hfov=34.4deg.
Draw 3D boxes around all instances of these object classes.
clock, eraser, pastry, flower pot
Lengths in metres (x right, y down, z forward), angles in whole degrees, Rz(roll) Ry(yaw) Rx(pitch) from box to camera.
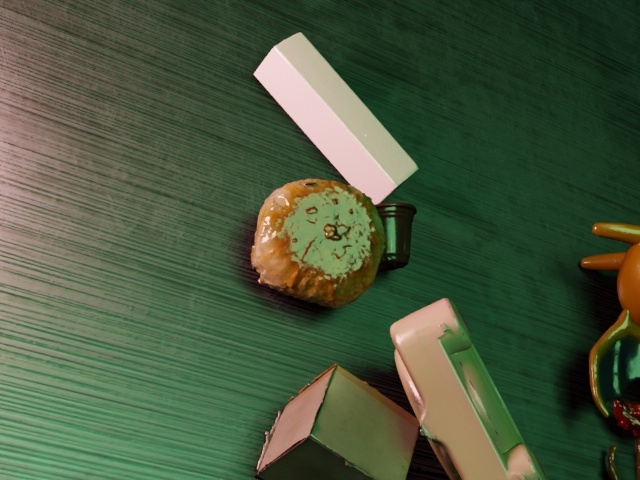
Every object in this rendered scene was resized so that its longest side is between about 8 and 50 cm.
[{"bbox_3d":[0.198,0.227,1.398,0.284,0.114,0.309,62,5,12],"label":"clock"},{"bbox_3d":[0.025,-0.195,1.685,0.298,0.078,0.076,50,47,3],"label":"eraser"},{"bbox_3d":[0.000,0.000,1.496,0.193,0.093,0.182,18,73,-11],"label":"pastry"},{"bbox_3d":[0.100,-0.001,1.600,0.111,0.111,0.089,3,73,-33],"label":"flower pot"}]

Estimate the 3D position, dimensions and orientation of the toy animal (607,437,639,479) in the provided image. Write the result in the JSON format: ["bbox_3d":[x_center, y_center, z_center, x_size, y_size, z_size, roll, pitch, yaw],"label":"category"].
[{"bbox_3d":[0.567,0.433,1.648,0.224,0.066,0.229,8,58,-27],"label":"toy animal"}]

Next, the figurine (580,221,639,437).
[{"bbox_3d":[0.609,0.145,1.731,0.401,0.268,0.387,4,61,-30],"label":"figurine"}]

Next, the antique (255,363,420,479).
[{"bbox_3d":[0.024,0.263,1.341,0.152,0.147,0.148,36,46,-11],"label":"antique"}]
